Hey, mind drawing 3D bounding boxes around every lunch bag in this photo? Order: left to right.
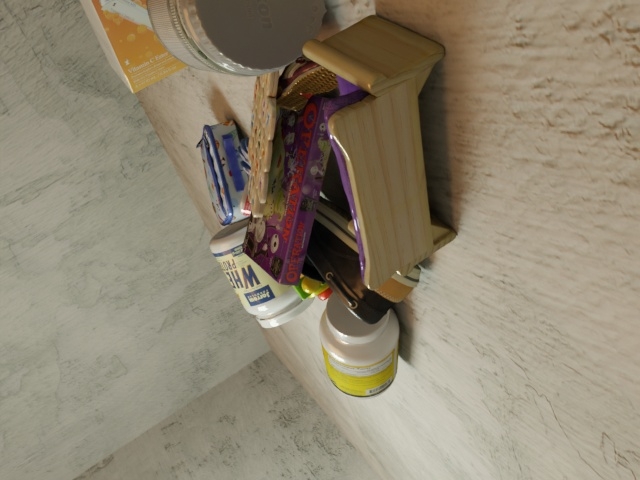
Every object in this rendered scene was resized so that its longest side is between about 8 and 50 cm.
[{"bbox_3d":[-0.280,-0.203,1.836,0.243,0.115,0.303,155,99,-74],"label":"lunch bag"}]

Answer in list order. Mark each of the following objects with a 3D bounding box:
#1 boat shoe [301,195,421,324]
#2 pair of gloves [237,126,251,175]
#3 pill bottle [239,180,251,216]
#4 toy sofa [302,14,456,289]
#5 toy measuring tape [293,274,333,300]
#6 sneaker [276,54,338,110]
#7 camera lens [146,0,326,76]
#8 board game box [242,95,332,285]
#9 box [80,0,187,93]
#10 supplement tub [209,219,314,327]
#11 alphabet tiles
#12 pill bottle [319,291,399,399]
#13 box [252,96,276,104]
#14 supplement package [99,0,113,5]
[{"bbox_3d":[0.000,0.000,1.288,0.187,0.155,0.500,21,-167,-44],"label":"boat shoe"},{"bbox_3d":[-0.137,-0.208,1.530,0.159,0.023,0.198,57,141,5],"label":"pair of gloves"},{"bbox_3d":[-0.114,-0.087,1.525,0.160,0.087,0.087,15,162,-3],"label":"pill bottle"},{"bbox_3d":[0.074,-0.112,0.887,0.150,0.177,0.362,44,160,41],"label":"toy sofa"},{"bbox_3d":[0.009,0.074,1.518,0.121,0.121,0.330,59,-170,-1],"label":"toy measuring tape"},{"bbox_3d":[-0.023,-0.290,1.051,0.186,0.070,0.083,-15,69,54],"label":"sneaker"},{"bbox_3d":[-0.141,-0.373,0.967,0.274,0.220,0.219,33,150,58],"label":"camera lens"},{"bbox_3d":[-0.063,-0.109,1.188,0.208,0.056,0.346,29,109,54],"label":"board game box"},{"bbox_3d":[-0.496,-0.607,1.641,0.168,0.215,0.345,48,163,32],"label":"box"},{"bbox_3d":[-0.179,0.088,1.957,0.324,0.236,0.235,62,164,-14],"label":"supplement tub"},{"bbox_3d":[-0.107,-0.194,1.144,0.278,0.021,0.283,-115,30,-62],"label":"alphabet tiles"},{"bbox_3d":[0.095,0.240,1.487,0.188,0.188,0.333,49,162,30],"label":"pill bottle"},{"bbox_3d":[-0.078,-0.249,1.361,0.186,0.038,0.145,59,165,-7],"label":"box"},{"bbox_3d":[-0.472,-0.708,1.383,0.261,0.204,0.145,60,166,-8],"label":"supplement package"}]
